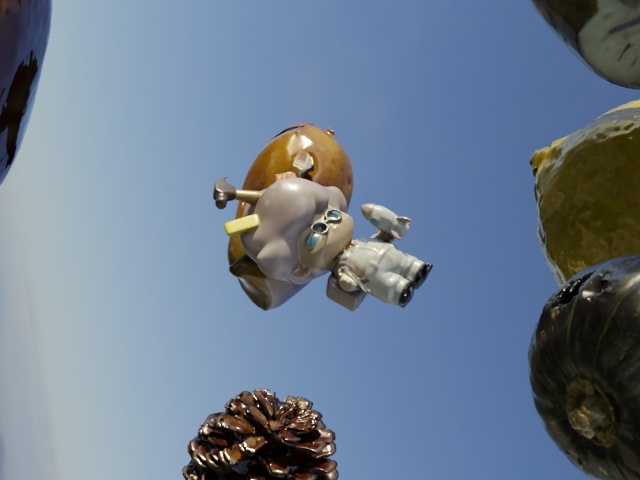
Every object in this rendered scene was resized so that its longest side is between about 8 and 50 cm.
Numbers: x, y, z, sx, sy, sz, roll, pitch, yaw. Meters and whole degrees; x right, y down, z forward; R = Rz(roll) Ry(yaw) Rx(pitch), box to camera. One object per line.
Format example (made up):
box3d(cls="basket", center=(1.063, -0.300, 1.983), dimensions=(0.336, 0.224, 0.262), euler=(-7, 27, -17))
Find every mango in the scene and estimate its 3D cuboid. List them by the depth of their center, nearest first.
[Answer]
box3d(cls="mango", center=(-0.051, -0.041, 1.799), dimensions=(0.201, 0.153, 0.287), euler=(4, -115, 53))

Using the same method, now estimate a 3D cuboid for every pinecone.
box3d(cls="pinecone", center=(-0.072, 0.304, 1.655), dimensions=(0.221, 0.222, 0.221), euler=(171, -90, -76))

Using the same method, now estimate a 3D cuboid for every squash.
box3d(cls="squash", center=(0.238, 0.101, 0.865), dimensions=(0.193, 0.156, 0.193), euler=(10, -76, 42))

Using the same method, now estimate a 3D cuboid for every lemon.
box3d(cls="lemon", center=(0.364, -0.016, 1.239), dimensions=(0.322, 0.268, 0.268), euler=(30, -46, 34))

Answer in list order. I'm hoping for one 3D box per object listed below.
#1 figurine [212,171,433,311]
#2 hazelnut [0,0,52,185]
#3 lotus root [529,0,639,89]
box3d(cls="figurine", center=(0.000, 0.000, 1.219), dimensions=(0.229, 0.137, 0.112), euler=(26, -33, 17))
box3d(cls="hazelnut", center=(-0.389, -0.123, 0.838), dimensions=(0.429, 0.402, 0.402), euler=(-53, -150, 12))
box3d(cls="lotus root", center=(0.274, -0.317, 1.092), dimensions=(0.250, 0.251, 0.346), euler=(97, -21, -46))
